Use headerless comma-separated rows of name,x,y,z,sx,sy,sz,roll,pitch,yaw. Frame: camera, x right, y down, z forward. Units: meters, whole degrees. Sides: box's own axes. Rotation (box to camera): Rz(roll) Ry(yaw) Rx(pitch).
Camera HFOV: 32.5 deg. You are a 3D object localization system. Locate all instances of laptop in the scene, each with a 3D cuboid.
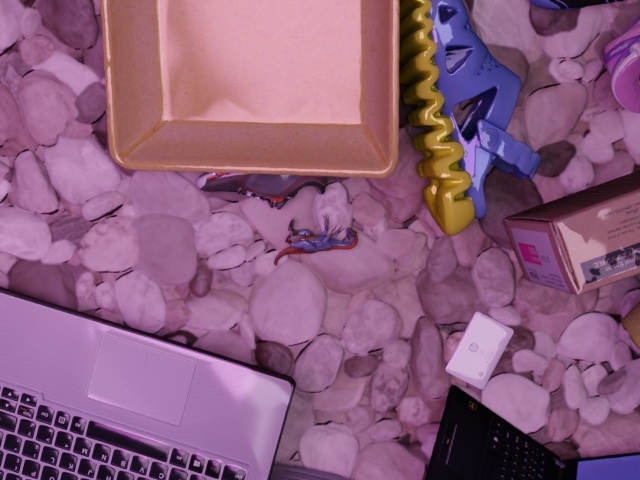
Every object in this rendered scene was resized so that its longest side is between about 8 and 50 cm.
laptop,0.266,0.270,1.219,0.264,0.234,0.136,35,124,-5
laptop,-0.276,0.303,1.167,0.382,0.236,0.408,16,96,8

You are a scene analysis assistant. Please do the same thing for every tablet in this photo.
tablet,0.194,0.134,1.336,0.054,0.006,0.083,28,91,-4

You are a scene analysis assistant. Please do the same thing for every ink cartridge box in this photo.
ink cartridge box,0.329,-0.016,1.220,0.193,0.234,0.088,-20,93,-1

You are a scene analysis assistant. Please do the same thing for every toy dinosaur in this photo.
toy dinosaur,0.000,0.000,1.311,0.082,0.047,0.090,22,125,-13

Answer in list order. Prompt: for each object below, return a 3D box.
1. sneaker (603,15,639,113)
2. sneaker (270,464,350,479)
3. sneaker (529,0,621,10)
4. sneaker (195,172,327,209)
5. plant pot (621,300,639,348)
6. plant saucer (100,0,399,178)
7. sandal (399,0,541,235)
sneaker,0.429,-0.248,1.277,0.236,0.104,0.095,-32,119,6
sneaker,-0.035,0.324,1.300,0.258,0.094,0.091,14,102,5
sneaker,0.356,-0.320,1.277,0.232,0.090,0.081,-10,94,-3
sneaker,-0.066,-0.065,1.285,0.158,0.061,0.065,-9,100,-2
plant pot,0.497,0.088,1.241,0.254,0.276,0.276,-39,95,10
plant saucer,-0.073,-0.243,1.214,0.333,0.081,0.332,2,106,10
sandal,0.168,-0.172,1.267,0.138,0.126,0.317,-14,102,-6
